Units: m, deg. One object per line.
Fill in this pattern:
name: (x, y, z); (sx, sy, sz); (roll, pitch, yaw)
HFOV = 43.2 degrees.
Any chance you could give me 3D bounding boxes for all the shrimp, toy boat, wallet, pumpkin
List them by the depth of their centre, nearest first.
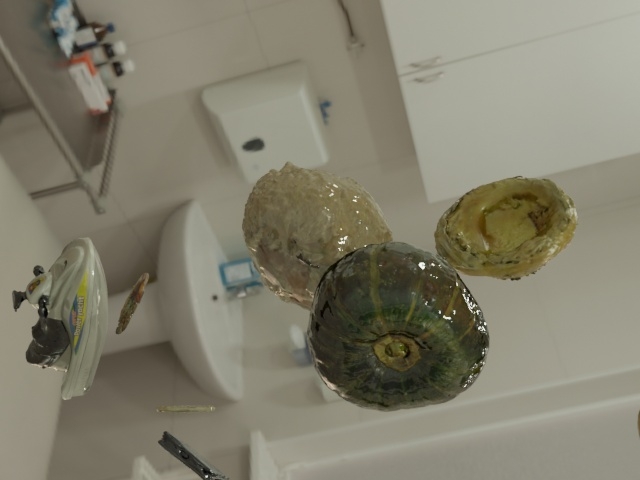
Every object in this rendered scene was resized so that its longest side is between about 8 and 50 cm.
pumpkin: (0.108, 0.116, 1.158); (0.189, 0.260, 0.260); (-76, 152, -60)
toy boat: (-0.386, 0.113, 1.217); (0.141, 0.140, 0.270); (-95, -170, -47)
shrimp: (-0.344, 0.117, 1.473); (0.127, 0.025, 0.091); (-65, -167, 1)
wallet: (-0.306, 0.532, 1.959); (0.167, 0.036, 0.222); (34, -15, 12)

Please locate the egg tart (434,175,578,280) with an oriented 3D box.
egg tart: (0.373, -0.013, 1.626); (0.288, 0.288, 0.118); (-95, 167, -47)

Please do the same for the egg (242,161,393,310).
egg: (0.000, 0.000, 1.497); (0.310, 0.279, 0.279); (50, 18, -20)

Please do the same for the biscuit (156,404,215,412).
biscuit: (-0.337, 0.422, 2.021); (0.152, 0.152, 0.020); (46, 42, -75)

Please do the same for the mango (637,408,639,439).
mango: (0.616, 0.372, 1.325); (0.262, 0.129, 0.167); (-122, -165, -50)
